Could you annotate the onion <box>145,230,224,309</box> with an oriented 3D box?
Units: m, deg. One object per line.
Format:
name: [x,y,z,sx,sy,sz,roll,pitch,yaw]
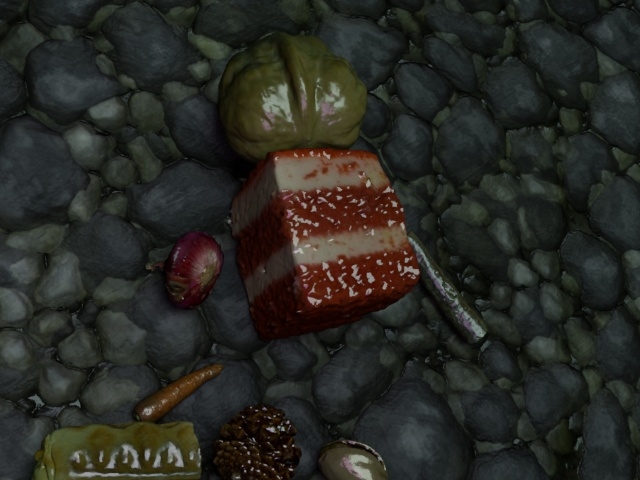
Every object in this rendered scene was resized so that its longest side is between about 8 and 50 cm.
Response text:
onion: [-0.264,0.048,1.726,0.140,0.150,0.150,14,57,22]

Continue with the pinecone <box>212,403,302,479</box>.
pinecone: [-0.110,0.370,1.644,0.173,0.173,0.173,10,66,-22]

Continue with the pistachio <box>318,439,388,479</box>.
pistachio: [0.064,0.434,1.730,0.149,0.113,0.113,30,59,5]

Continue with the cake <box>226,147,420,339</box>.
cake: [0.000,0.000,1.771,0.270,0.269,0.319,-8,75,-28]

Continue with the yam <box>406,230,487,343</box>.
yam: [0.258,0.101,1.978,0.061,0.061,0.274,-34,85,-32]

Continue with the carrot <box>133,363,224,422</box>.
carrot: [-0.255,0.274,1.672,0.191,0.047,0.047,-29,84,-35]

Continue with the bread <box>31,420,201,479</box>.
bread: [-0.343,0.380,1.536,0.267,0.130,0.152,4,73,-23]

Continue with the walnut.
walnut: [-0.059,-0.276,1.848,0.282,0.253,0.277,10,35,-28]
